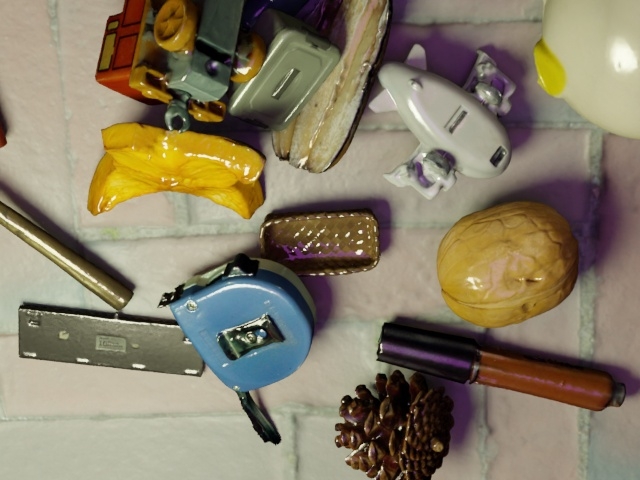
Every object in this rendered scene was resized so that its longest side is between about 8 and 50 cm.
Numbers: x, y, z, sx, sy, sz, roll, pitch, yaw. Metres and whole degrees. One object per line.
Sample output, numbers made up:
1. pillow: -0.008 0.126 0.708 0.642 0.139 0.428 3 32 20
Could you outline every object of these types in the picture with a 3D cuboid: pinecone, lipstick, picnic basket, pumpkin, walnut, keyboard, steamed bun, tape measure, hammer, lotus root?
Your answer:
1. pinecone: 0.117 0.306 1.804 0.207 0.208 0.208 1 106 2
2. lipstick: 0.296 0.212 1.823 0.418 0.077 0.077 13 106 -3
3. picnic basket: 0.000 0.000 1.781 0.193 0.055 0.110 -3 112 5
4. pumpkin: -0.225 -0.105 1.678 0.290 0.258 0.095 4 73 -1
5. walnut: 0.290 0.036 1.721 0.225 0.193 0.193 -26 104 5
6. keyboard: -0.350 0.164 1.858 0.317 0.027 0.106 7 110 0
7. steamed bun: 0.478 -0.325 1.542 0.333 0.334 0.374 11 102 -1
8. tape measure: -0.085 0.189 1.798 0.215 0.098 0.351 -25 114 18
9. hammer: -0.485 -0.024 1.761 0.440 0.168 0.044 38 75 -17
10. lotus root: 0.032 -0.262 1.686 0.167 0.078 0.329 32 106 32

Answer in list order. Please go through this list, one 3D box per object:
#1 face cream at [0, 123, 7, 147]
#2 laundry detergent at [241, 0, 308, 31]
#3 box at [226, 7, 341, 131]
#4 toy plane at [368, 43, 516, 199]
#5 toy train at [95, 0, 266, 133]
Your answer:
1. face cream: -0.567 -0.236 1.714 0.095 0.096 0.214 -15 105 6
2. laundry detergent: -0.068 -0.359 1.666 0.206 0.096 0.061 -46 72 17
3. box: -0.067 -0.259 1.644 0.124 0.093 0.172 15 124 -44
4. toy plane: 0.187 -0.186 1.690 0.252 0.118 0.252 0 92 -11
5. toy train: -0.197 -0.326 1.588 0.231 0.163 0.369 -1 74 41
